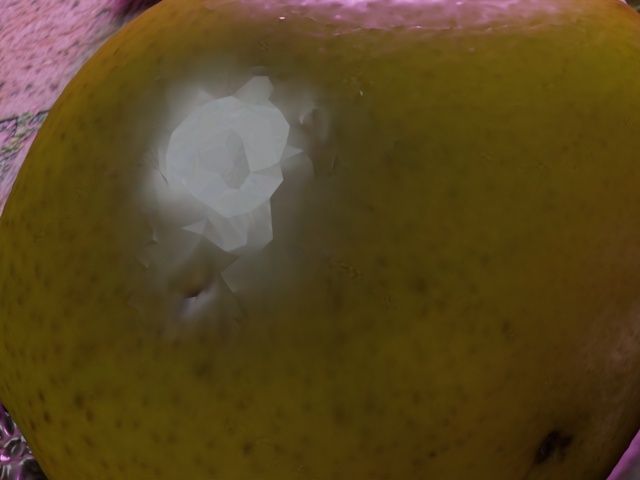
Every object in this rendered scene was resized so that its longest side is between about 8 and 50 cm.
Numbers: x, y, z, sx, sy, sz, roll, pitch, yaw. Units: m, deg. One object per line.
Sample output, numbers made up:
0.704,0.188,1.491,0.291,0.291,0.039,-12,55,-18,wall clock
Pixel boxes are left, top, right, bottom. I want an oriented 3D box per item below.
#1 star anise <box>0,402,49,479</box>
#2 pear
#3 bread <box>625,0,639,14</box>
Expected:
-0.193,0.154,1.080,0.231,0.089,0.209,10,52,46,star anise
0.000,0.000,0.812,0.386,0.191,0.340,-30,67,9,pear
0.268,-0.164,0.914,0.226,0.049,0.088,-20,43,36,bread
